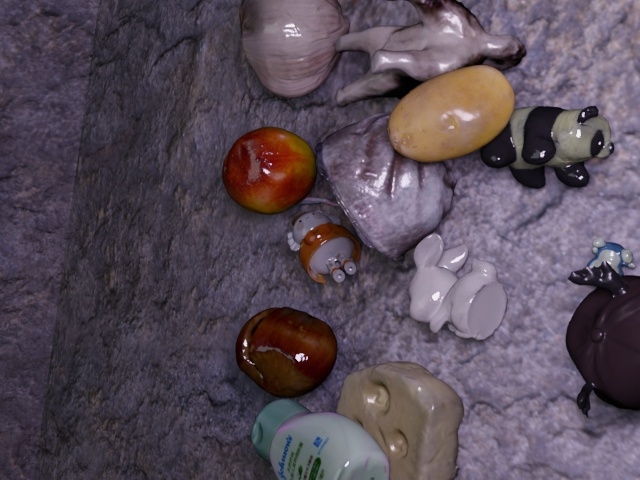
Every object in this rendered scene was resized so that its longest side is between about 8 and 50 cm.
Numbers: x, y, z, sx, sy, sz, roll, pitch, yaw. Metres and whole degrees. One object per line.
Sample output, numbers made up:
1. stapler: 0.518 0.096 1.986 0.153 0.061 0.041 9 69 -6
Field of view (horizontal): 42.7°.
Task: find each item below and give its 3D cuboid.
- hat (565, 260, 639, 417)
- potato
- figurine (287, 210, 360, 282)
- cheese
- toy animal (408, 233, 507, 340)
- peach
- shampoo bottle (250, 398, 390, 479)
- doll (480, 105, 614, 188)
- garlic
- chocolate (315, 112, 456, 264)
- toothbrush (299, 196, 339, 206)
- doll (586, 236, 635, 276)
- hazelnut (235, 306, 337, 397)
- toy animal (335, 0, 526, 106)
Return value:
1. hat: 0.499 0.169 1.241 0.336 0.209 0.238 21 100 47
2. potato: 0.228 -0.221 1.448 0.233 0.146 0.150 -23 92 29
3. figurine: 0.004 0.008 1.915 0.271 0.143 0.143 -134 56 -65
4. cheese: 0.158 0.402 1.700 0.326 0.115 0.318 -41 57 42
5. toy animal: 0.261 0.096 1.590 0.193 0.127 0.179 35 112 47
6. peach: -0.123 -0.170 1.993 0.231 0.231 0.231 -5 84 50
7. shampoo bottle: -0.017 0.445 1.707 0.349 0.151 0.222 23 105 53
8. doll: 0.397 -0.172 1.437 0.234 0.143 0.135 9 79 55
9. garlic: -0.061 -0.504 1.920 0.317 0.259 0.318 179 90 -85
10. chocolate: 0.159 -0.130 1.629 0.213 0.303 0.303 -34 60 18
11. toothbrush: 0.001 -0.094 1.995 0.269 0.021 0.027 1 75 50
12. doll: 0.489 0.043 1.383 0.076 0.050 0.083 26 107 29
13. hazelnut: -0.074 0.261 1.938 0.251 0.217 0.217 1 88 40
14. toy animal: 0.212 -0.353 1.624 0.344 0.302 0.194 165 111 -73
